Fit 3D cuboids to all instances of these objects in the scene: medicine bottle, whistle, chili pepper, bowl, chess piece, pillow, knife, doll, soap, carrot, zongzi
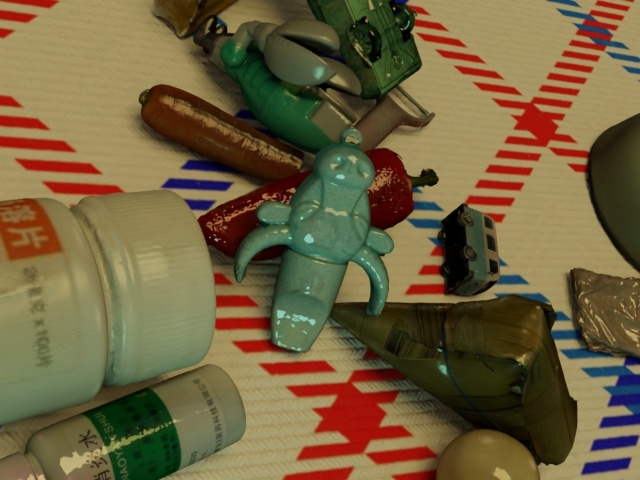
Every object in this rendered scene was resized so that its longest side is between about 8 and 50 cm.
[{"bbox_3d":[-0.303,0.067,0.826,0.371,0.211,0.211,-11,69,-33],"label":"medicine bottle"},{"bbox_3d":[0.000,0.000,1.029,0.186,0.093,0.274,14,100,-11],"label":"whistle"},{"bbox_3d":[0.009,-0.047,1.124,0.387,0.110,0.110,-17,72,-26],"label":"chili pepper"},{"bbox_3d":[0.640,-0.092,1.444,0.353,0.185,0.354,13,57,-21],"label":"bowl"},{"bbox_3d":[0.160,0.344,0.969,0.167,0.167,0.300,35,45,-6],"label":"chess piece"},{"bbox_3d":[0.491,0.120,1.329,0.248,0.049,0.135,13,62,-18],"label":"pillow"},{"bbox_3d":[0.064,-0.162,1.260,0.123,0.053,0.278,40,50,5],"label":"knife"},{"bbox_3d":[-0.045,-0.223,1.149,0.258,0.153,0.195,36,7,-9],"label":"doll"},{"bbox_3d":[-0.127,-0.398,1.233,0.073,0.140,0.232,42,51,-1],"label":"soap"},{"bbox_3d":[-0.131,-0.135,1.128,0.225,0.067,0.067,25,54,-16],"label":"carrot"},{"bbox_3d":[-0.203,0.207,0.874,0.260,0.095,0.095,-18,73,-33],"label":"medicine bottle"},{"bbox_3d":[0.165,0.174,1.109,0.260,0.289,0.123,63,39,-39],"label":"zongzi"}]

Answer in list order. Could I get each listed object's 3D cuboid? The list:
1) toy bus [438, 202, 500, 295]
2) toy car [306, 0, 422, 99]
[{"bbox_3d":[0.213,0.019,1.229,0.074,0.060,0.123,17,54,-23],"label":"toy bus"},{"bbox_3d":[0.037,-0.366,1.251,0.141,0.097,0.321,-41,111,-44],"label":"toy car"}]
